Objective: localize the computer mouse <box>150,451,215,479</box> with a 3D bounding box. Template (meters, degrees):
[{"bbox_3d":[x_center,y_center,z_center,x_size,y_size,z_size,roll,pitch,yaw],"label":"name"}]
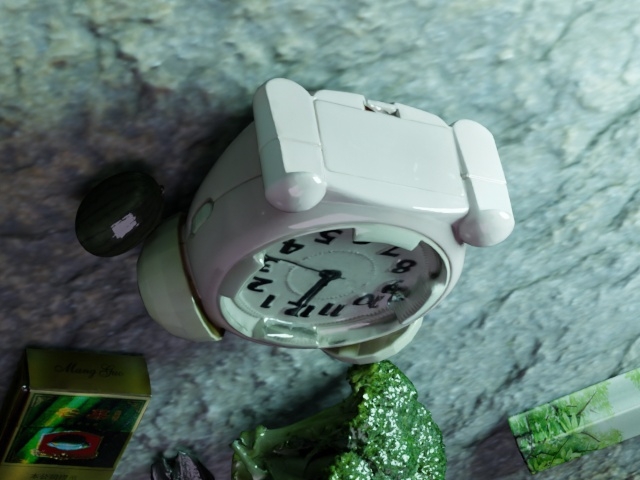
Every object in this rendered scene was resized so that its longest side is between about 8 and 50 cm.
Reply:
[{"bbox_3d":[-0.181,0.328,2.081,0.079,0.047,0.135,-17,138,-1],"label":"computer mouse"}]

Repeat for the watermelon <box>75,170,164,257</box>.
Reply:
[{"bbox_3d":[-0.209,-0.029,1.645,0.111,0.078,0.078,-40,134,17],"label":"watermelon"}]

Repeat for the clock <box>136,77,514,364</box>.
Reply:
[{"bbox_3d":[0.000,0.000,1.678,0.342,0.184,0.325,14,136,-24],"label":"clock"}]

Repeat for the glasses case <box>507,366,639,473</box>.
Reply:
[{"bbox_3d":[0.398,0.233,2.154,0.272,0.062,0.095,-21,145,6],"label":"glasses case"}]

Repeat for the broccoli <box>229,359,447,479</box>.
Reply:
[{"bbox_3d":[0.026,0.305,1.974,0.284,0.321,0.303,10,131,17],"label":"broccoli"}]

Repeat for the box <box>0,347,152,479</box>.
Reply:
[{"bbox_3d":[-0.317,0.232,1.910,0.159,0.071,0.240,8,135,-23],"label":"box"}]
